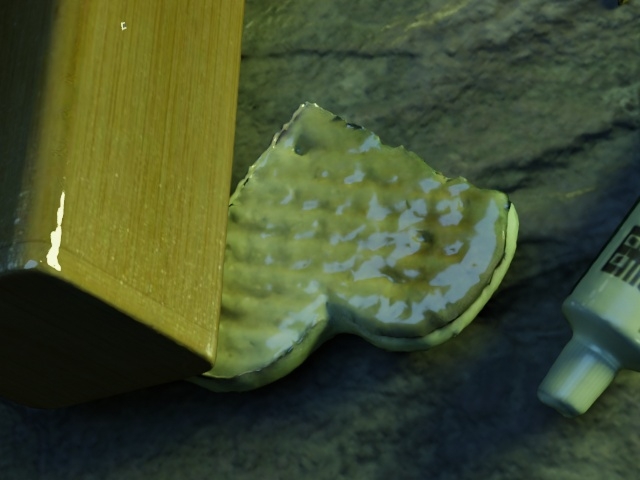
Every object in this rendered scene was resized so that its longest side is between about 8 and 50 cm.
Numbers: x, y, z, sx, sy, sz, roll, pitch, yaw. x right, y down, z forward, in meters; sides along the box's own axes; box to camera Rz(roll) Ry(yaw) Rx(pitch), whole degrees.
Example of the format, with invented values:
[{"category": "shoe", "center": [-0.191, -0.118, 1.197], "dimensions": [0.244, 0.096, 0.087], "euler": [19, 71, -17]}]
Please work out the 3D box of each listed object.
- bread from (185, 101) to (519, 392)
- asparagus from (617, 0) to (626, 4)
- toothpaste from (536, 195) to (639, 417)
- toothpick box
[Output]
[{"category": "bread", "center": [0.000, 0.000, 0.854], "dimensions": [0.232, 0.064, 0.172], "euler": [-18, 67, 9]}, {"category": "asparagus", "center": [0.234, -0.213, 0.900], "dimensions": [0.016, 0.016, 0.163], "euler": [38, 81, 8]}, {"category": "toothpaste", "center": [0.248, -0.057, 0.802], "dimensions": [0.099, 0.061, 0.392], "euler": [34, 79, 29]}, {"category": "toothpick box", "center": [-0.144, -0.078, 0.829], "dimensions": [0.190, 0.187, 0.308], "euler": [-16, 57, 29]}]
